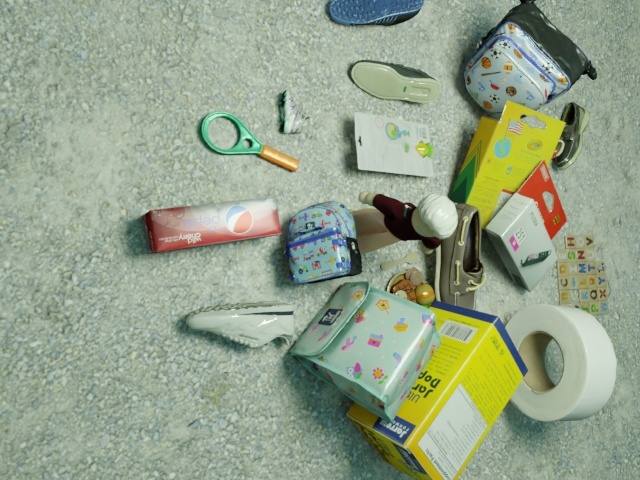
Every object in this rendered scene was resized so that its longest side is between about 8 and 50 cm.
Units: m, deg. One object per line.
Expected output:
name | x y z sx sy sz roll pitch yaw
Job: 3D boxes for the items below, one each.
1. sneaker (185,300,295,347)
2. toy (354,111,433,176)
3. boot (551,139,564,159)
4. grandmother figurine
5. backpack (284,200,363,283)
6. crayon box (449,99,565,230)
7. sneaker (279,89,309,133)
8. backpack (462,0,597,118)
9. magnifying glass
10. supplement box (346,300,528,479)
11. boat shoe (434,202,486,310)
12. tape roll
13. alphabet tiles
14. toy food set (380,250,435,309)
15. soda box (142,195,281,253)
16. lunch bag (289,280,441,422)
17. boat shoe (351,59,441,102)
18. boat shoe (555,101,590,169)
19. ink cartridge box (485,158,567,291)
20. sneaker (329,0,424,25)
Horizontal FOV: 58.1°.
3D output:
sneaker | -0.160 0.178 1.190 0.235 0.090 0.095 2 94 -24
toy | 0.170 -0.225 1.402 0.237 0.056 0.137 1 81 -31
boot | 0.608 -0.232 1.599 0.158 0.084 0.059 -39 104 -22
grandmother figurine | 0.169 -0.031 1.222 0.208 0.342 0.104 26 75 -21
backpack | 0.000 0.000 1.240 0.117 0.158 0.173 7 73 -65
crayon box | 0.466 -0.179 1.460 0.202 0.081 0.318 14 105 -24
sneaker | -0.056 -0.290 1.310 0.069 0.038 0.098 0 95 -27
backpack | 0.497 -0.428 1.464 0.213 0.263 0.276 -42 91 -15
magnifying glass | -0.152 -0.208 1.261 0.231 0.026 0.092 23 76 -23
supplement box | 0.268 0.340 1.298 0.356 0.195 0.194 -47 120 -22
boat shoe | 0.345 0.066 1.398 0.116 0.097 0.324 -22 111 -40
tape roll | 0.573 0.301 1.422 0.100 0.286 0.286 7 82 -26
alphabet tiles | 0.767 0.102 1.685 0.198 0.009 0.237 -1 86 -26
toy food set | 0.221 0.131 1.401 0.132 0.038 0.192 -16 92 -26
soda box | -0.219 -0.032 1.173 0.263 0.092 0.083 -9 90 -26
lunch bag | 0.089 0.215 1.228 0.223 0.262 0.160 -51 146 -22
boat shoe | 0.181 -0.400 1.424 0.233 0.084 0.079 8 44 -18
boat shoe | 0.712 -0.305 1.663 0.073 0.080 0.223 33 67 -14
ink cartridge box | 0.556 -0.031 1.480 0.239 0.060 0.275 -48 132 -6
sneaker | 0.134 -0.559 1.409 0.232 0.090 0.081 -7 89 -5
